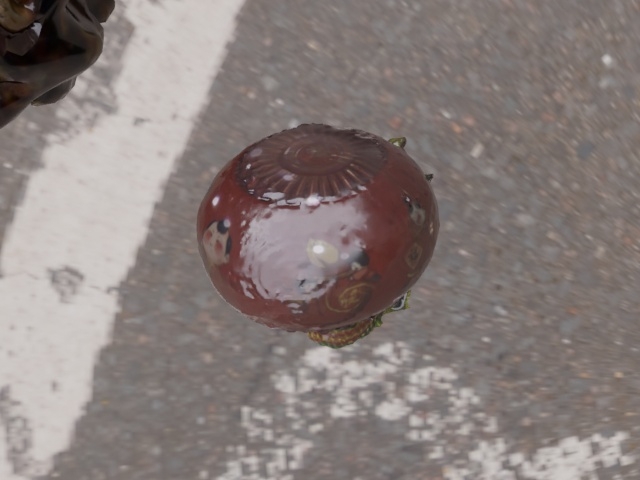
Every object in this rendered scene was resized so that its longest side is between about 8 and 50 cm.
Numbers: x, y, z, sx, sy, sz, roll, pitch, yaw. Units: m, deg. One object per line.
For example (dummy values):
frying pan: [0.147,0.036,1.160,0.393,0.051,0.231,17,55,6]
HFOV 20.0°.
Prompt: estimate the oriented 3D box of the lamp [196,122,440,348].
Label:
lamp: [0.001,0.003,1.159,0.157,0.156,0.134,-7,122,-4]

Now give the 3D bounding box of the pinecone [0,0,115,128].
pinecone: [-0.287,-0.252,1.212,0.398,0.398,0.397,-2,85,17]
